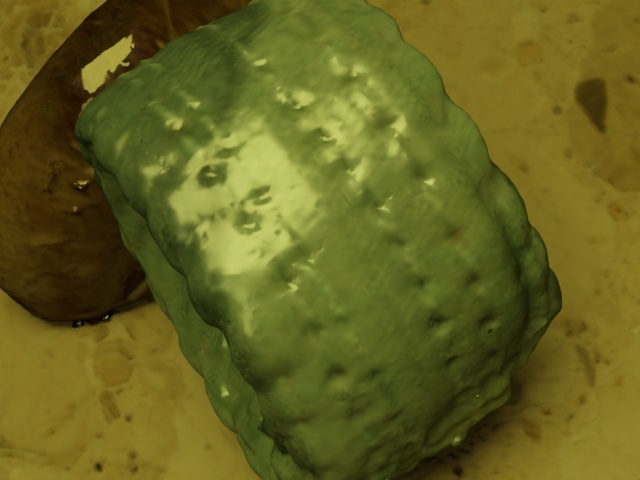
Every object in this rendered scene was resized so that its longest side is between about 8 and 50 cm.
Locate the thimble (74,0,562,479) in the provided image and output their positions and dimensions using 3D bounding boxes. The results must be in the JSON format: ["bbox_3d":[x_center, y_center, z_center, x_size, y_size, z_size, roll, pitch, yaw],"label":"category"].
[{"bbox_3d":[0.000,0.000,0.919,0.172,0.205,0.250,-30,86,-11],"label":"thimble"}]

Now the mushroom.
[{"bbox_3d":[-0.092,-0.088,1.045,0.156,0.151,0.285,36,74,31],"label":"mushroom"}]
